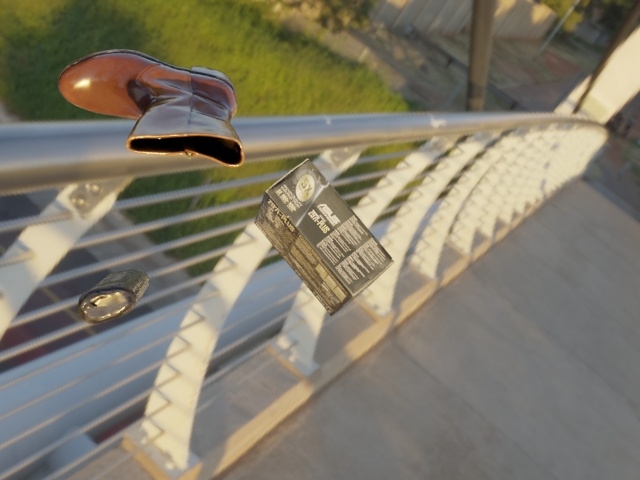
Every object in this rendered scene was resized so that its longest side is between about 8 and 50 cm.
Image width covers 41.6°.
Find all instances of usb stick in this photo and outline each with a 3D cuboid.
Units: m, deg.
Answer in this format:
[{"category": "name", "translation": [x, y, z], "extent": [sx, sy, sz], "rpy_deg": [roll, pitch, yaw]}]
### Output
[{"category": "usb stick", "translation": [-0.282, 0.073, 1.165], "extent": [0.278, 0.077, 0.045], "rpy_deg": [-162, -125, -82]}]

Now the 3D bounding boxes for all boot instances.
[{"category": "boot", "translation": [-0.240, -0.167, 1.146], "extent": [0.264, 0.096, 0.280], "rpy_deg": [10, 27, -12]}]

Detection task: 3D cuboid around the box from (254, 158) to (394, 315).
[{"category": "box", "translation": [0.000, 0.000, 1.149], "extent": [0.180, 0.077, 0.147], "rpy_deg": [50, -18, 6]}]
